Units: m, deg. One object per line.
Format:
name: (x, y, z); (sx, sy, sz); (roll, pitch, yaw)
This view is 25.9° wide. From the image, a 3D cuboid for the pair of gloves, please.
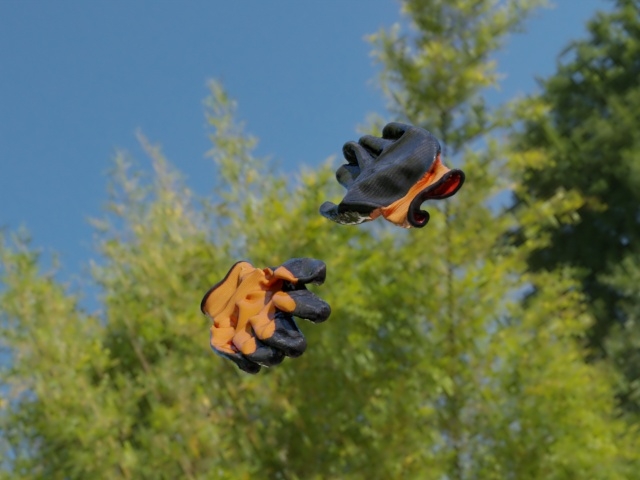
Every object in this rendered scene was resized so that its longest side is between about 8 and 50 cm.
pair of gloves: (0.000, 0.000, 0.377); (0.083, 0.010, 0.074); (-46, 19, -2)
